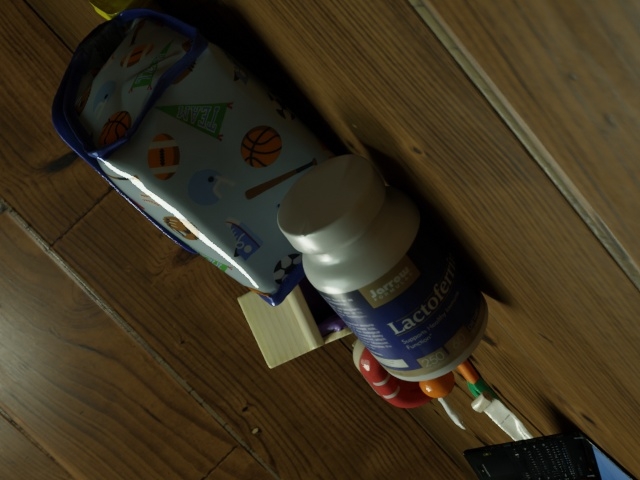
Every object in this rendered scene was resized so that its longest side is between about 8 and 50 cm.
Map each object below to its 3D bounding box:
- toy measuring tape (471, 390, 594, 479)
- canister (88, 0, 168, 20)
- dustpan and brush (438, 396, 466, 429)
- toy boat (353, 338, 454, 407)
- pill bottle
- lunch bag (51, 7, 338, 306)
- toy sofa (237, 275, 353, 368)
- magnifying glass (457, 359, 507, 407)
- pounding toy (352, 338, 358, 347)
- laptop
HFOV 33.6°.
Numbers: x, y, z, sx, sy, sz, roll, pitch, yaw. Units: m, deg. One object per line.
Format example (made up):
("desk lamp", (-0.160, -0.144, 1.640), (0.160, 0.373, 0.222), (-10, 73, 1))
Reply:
("toy measuring tape", (0.361, 0.393, 1.752), (0.330, 0.121, 0.121), (45, 173, 14))
("canister", (-0.251, -0.307, 1.567), (0.126, 0.073, 0.170), (37, 171, 49))
("dustpan and brush", (0.245, 0.305, 2.214), (0.211, 0.060, 0.147), (43, 173, 27))
("toy boat", (0.165, 0.214, 1.800), (0.151, 0.151, 0.231), (36, 169, 34))
("pill bottle", (0.073, 0.032, 1.234), (0.264, 0.153, 0.153), (50, 173, -33))
("lunch bag", (-0.168, -0.128, 1.407), (0.328, 0.239, 0.385), (44, 180, -31))
("toy sofa", (-0.007, 0.124, 2.054), (0.150, 0.177, 0.362), (65, -166, 4))
("magnifying glass", (0.279, 0.254, 1.871), (0.092, 0.026, 0.231), (39, 173, 47))
("pounding toy", (0.142, 0.224, 2.063), (0.141, 0.130, 0.100), (48, 173, -18))
("laptop", (0.368, 0.381, 1.561), (0.234, 0.264, 0.136), (57, -156, -57))
